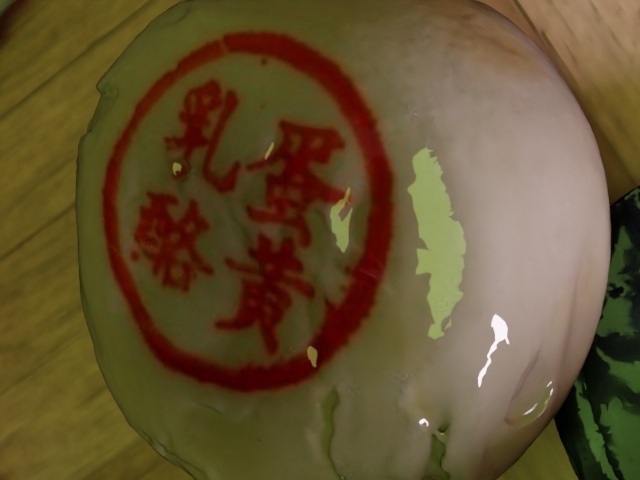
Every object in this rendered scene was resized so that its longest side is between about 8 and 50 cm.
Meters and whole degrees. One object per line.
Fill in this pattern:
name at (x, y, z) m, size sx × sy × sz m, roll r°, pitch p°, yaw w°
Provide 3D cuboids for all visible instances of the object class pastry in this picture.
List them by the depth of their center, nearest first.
pastry at (0.002, 0.001, 0.547) m, size 0.264 × 0.133 × 0.265 m, roll 4°, pitch 97°, yaw 32°

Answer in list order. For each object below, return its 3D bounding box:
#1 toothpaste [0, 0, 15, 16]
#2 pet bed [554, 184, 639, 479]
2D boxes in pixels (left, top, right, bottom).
toothpaste at (-0.249, -0.087, 0.695) m, size 0.204 × 0.031 × 0.049 m, roll -35°, pitch 81°, yaw 18°
pet bed at (0.197, 0.055, 0.546) m, size 0.201 × 0.053 × 0.201 m, roll 1°, pitch 93°, yaw 18°
